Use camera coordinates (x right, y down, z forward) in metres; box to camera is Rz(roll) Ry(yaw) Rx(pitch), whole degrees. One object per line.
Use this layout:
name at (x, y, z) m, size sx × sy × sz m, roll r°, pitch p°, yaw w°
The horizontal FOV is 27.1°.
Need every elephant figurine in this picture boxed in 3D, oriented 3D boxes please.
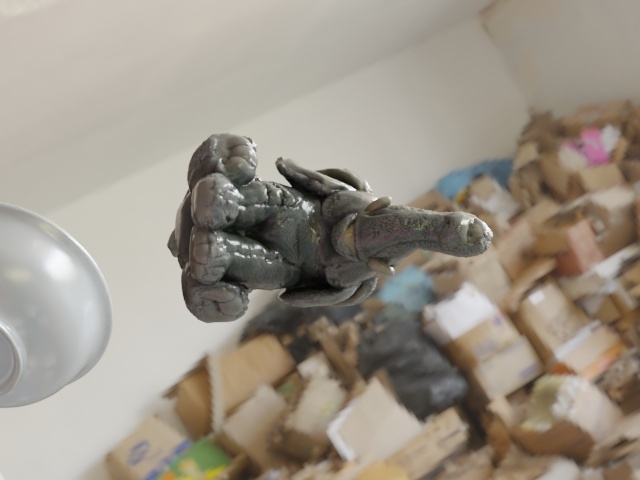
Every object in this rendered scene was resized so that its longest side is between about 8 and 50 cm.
elephant figurine at (0.000, 0.000, 1.163) m, size 0.239 × 0.186 × 0.169 m, roll 2°, pitch -52°, yaw -14°

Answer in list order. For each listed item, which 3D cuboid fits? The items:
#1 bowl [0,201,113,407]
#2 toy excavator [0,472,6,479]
bowl at (-0.423, 0.109, 1.689) m, size 0.298 × 0.298 × 0.134 m, roll -34°, pitch 19°, yaw 27°
toy excavator at (-0.549, 0.400, 1.444) m, size 0.445 × 0.222 × 0.433 m, roll -35°, pitch 0°, yaw -23°
